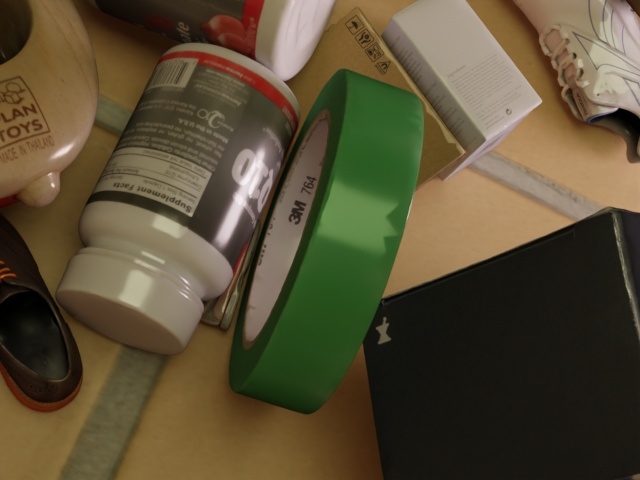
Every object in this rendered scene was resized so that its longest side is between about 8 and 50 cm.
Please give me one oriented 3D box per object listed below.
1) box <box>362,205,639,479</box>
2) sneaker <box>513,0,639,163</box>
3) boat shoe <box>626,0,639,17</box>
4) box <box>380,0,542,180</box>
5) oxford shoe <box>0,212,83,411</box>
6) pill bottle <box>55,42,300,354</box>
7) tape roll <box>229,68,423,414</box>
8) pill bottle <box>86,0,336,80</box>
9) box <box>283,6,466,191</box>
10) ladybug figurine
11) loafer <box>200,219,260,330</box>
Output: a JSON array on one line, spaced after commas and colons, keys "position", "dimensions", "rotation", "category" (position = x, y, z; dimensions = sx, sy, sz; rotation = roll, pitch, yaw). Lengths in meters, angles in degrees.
[{"position": [0.285, 0.131, 1.113], "dimensions": [0.395, 0.293, 0.212], "rotation": [7, 67, -42], "category": "box"}, {"position": [0.330, -0.219, 1.426], "dimensions": [0.297, 0.111, 0.129], "rotation": [43, 71, 2], "category": "sneaker"}, {"position": [0.442, -0.320, 1.436], "dimensions": [0.095, 0.095, 0.257], "rotation": [51, 32, 2], "category": "boat shoe"}, {"position": [0.142, -0.176, 1.337], "dimensions": [0.091, 0.130, 0.170], "rotation": [-33, 85, -23], "category": "box"}, {"position": [-0.310, 0.034, 1.146], "dimensions": [0.097, 0.098, 0.271], "rotation": [-35, 84, -23], "category": "oxford shoe"}, {"position": [-0.141, -0.040, 1.189], "dimensions": [0.161, 0.161, 0.283], "rotation": [25, 67, -7], "category": "pill bottle"}, {"position": [0.000, 0.000, 1.131], "dimensions": [0.077, 0.321, 0.321], "rotation": [18, 68, -10], "category": "tape roll"}, {"position": [-0.147, -0.301, 1.243], "dimensions": [0.318, 0.176, 0.176], "rotation": [23, 66, 11], "category": "pill bottle"}, {"position": [0.035, -0.126, 1.305], "dimensions": [0.164, 0.021, 0.201], "rotation": [-37, 85, 9], "category": "box"}, {"position": [-0.394, -0.189, 1.134], "dimensions": [0.305, 0.162, 0.449], "rotation": [-25, 69, -37], "category": "ladybug figurine"}, {"position": [-0.096, 0.030, 1.245], "dimensions": [0.039, 0.045, 0.125], "rotation": [17, 71, -4], "category": "loafer"}]
